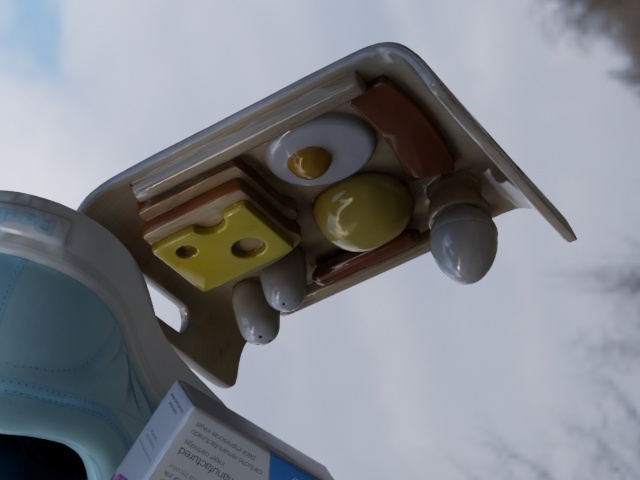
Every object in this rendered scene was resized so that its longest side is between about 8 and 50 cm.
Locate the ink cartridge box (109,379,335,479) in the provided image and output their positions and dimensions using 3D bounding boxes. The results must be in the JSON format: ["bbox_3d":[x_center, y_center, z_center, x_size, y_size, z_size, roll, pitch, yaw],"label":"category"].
[{"bbox_3d":[-0.059,0.140,0.848,0.122,0.088,0.052,-57,17,2],"label":"ink cartridge box"}]

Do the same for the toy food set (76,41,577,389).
[{"bbox_3d":[0.000,0.000,1.325,0.220,0.306,0.092,41,-150,-47],"label":"toy food set"}]

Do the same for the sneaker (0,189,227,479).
[{"bbox_3d":[-0.145,0.122,1.056,0.366,0.135,0.150,64,-139,-55],"label":"sneaker"}]
